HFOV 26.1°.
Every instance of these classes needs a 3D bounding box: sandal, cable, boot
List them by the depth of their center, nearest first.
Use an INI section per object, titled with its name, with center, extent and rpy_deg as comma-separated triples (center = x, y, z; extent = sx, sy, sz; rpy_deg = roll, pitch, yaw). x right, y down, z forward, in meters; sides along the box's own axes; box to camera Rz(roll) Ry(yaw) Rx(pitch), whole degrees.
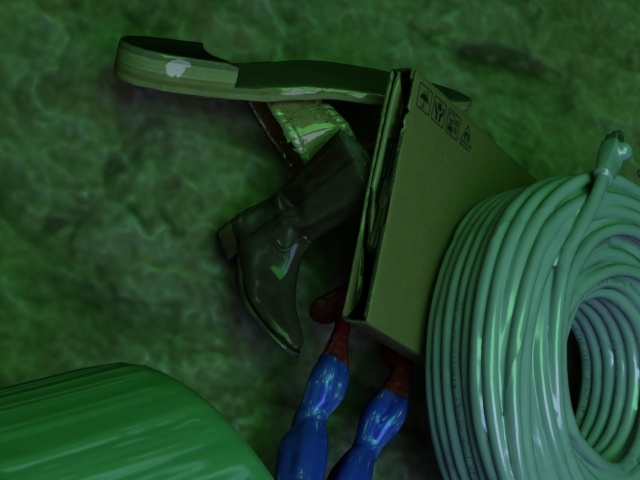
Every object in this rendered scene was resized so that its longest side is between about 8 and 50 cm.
[boot]
center = 0.000, 0.000, 0.844
extent = 0.106, 0.114, 0.037
rpy_deg = 61, 17, 23
[cable]
center = 0.162, 0.086, 0.876
extent = 0.257, 0.089, 0.257
rpy_deg = -41, 116, -41
[sandal]
center = -0.022, -0.075, 0.894
extent = 0.240, 0.088, 0.079
rpy_deg = 6, 108, -25

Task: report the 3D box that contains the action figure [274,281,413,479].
[action figure]
center = -0.020, 0.172, 0.823
extent = 0.091, 0.139, 0.280
rpy_deg = 31, 44, -12

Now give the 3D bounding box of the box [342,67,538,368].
[box]
center = 0.088, 0.007, 0.884
extent = 0.201, 0.021, 0.164
rpy_deg = 34, 62, -50

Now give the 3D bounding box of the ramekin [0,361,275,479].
[ramekin]
center = -0.114, 0.205, 0.651
extent = 0.148, 0.303, 0.303
rpy_deg = -17, 84, -34
